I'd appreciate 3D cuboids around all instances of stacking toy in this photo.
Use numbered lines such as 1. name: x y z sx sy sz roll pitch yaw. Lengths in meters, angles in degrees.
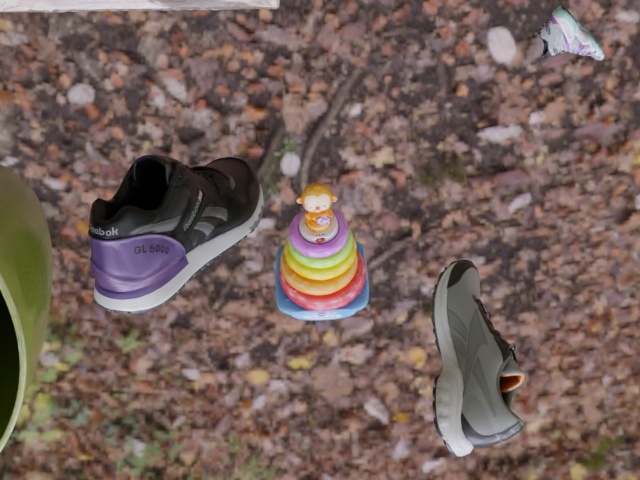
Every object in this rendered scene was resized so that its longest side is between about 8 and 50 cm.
1. stacking toy: 0.000 0.000 1.746 0.175 0.165 0.302 -2 145 -1

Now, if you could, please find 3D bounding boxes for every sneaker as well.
1. sneaker: 0.316 -0.251 1.278 0.098 0.038 0.069 37 117 -24
2. sneaker: 0.200 0.140 1.238 0.108 0.271 0.100 -15 139 20
3. sneaker: -0.143 -0.046 1.048 0.107 0.283 0.124 8 122 20

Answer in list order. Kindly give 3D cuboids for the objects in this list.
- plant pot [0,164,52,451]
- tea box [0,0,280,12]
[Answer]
1. plant pot: -0.339 0.030 0.822 0.275 0.293 0.274 0 108 1
2. tea box: -0.215 -0.433 1.125 0.329 0.323 0.220 -1 132 -4
